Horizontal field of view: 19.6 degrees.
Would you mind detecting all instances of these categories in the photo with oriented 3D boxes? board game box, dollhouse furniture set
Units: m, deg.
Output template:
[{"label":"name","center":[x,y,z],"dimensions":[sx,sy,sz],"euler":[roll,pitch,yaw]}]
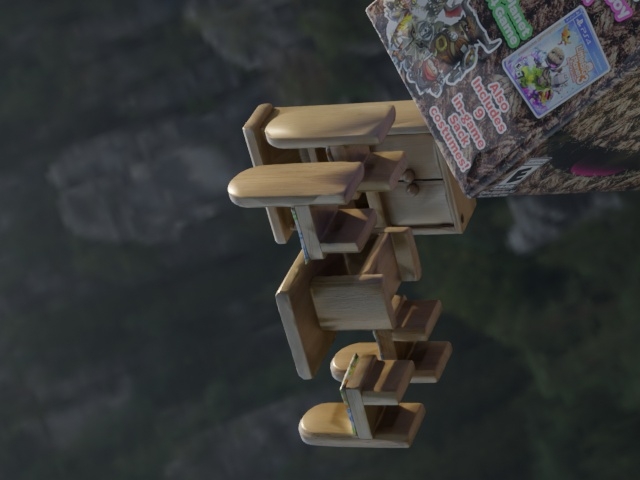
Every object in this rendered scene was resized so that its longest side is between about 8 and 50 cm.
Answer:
[{"label":"board game box","center":[0.219,-0.163,1.116],"dimensions":[0.291,0.232,0.141],"euler":[-40,69,35]},{"label":"dollhouse furniture set","center":[0.000,0.000,1.369],"dimensions":[0.242,0.161,0.212],"euler":[-60,-38,-51]}]
